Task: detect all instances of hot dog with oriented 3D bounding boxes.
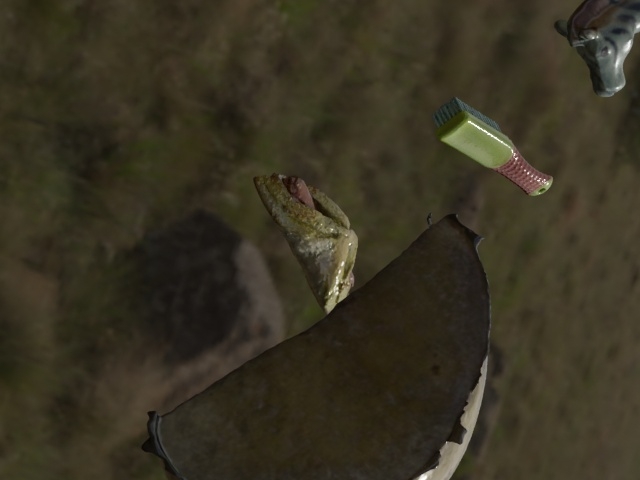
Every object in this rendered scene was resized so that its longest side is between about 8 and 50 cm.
[{"bbox_3d":[0.001,-0.001,1.486,0.169,0.061,0.078,61,2,-33],"label":"hot dog"}]

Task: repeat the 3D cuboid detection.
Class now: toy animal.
[{"bbox_3d":[0.317,-0.214,1.355,0.090,0.170,0.255,-14,-139,60],"label":"toy animal"}]

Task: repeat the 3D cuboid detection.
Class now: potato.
[{"bbox_3d":[0.029,0.107,0.972,0.243,0.138,0.098,-34,146,-17],"label":"potato"}]

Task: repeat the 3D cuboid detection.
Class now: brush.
[{"bbox_3d":[0.083,-0.043,0.774,0.019,0.021,0.083,-37,139,23],"label":"brush"}]
